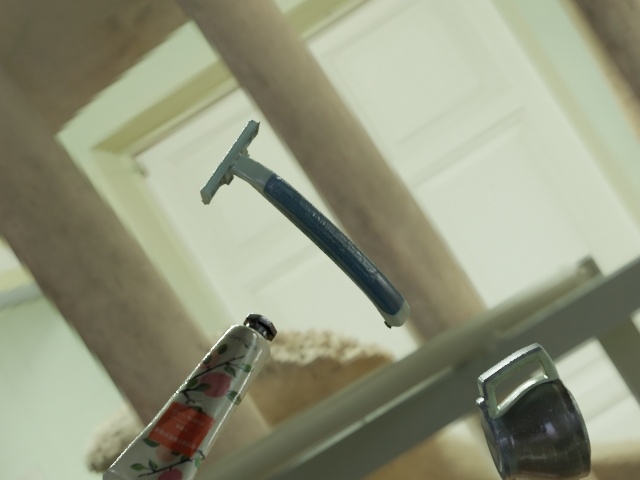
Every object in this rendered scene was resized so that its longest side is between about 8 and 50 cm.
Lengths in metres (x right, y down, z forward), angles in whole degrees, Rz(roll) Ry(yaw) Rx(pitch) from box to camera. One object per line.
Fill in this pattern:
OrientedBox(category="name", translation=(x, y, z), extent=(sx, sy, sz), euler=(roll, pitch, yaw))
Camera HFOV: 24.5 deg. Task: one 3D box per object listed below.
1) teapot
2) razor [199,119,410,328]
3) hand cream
OrientedBox(category="teapot", translation=(0.127, 0.109, 0.897), extent=(0.057, 0.088, 0.066), euler=(-17, 9, -6))
OrientedBox(category="razor", translation=(0.002, 0.000, 1.052), extent=(0.068, 0.191, 0.037), euler=(-56, 24, -21))
OrientedBox(category="hand cream", translation=(-0.116, 0.162, 1.428), extent=(0.234, 0.080, 0.050), euler=(-54, -23, -36))
